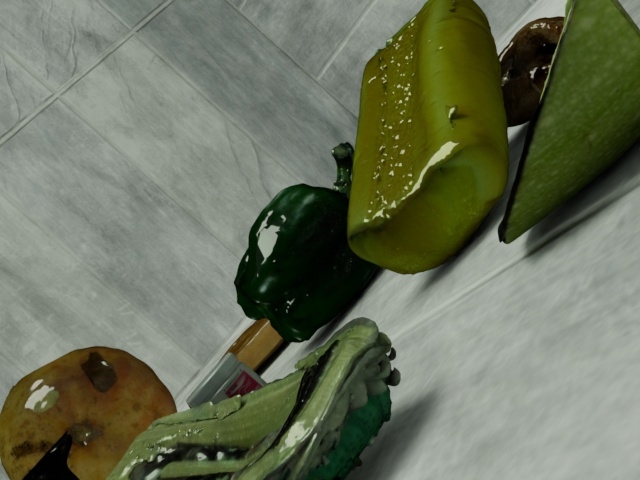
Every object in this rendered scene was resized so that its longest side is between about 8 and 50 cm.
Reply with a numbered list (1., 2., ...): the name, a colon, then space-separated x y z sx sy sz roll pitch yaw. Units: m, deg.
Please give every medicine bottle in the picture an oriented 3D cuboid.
1. medicine bottle: -0.062 0.146 0.853 0.058 0.091 0.058 -48 2 3

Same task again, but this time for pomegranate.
1. pomegranate: -0.353 0.306 1.536 0.281 0.281 0.281 -48 2 3

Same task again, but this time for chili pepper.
1. chili pepper: 0.000 0.000 1.262 0.261 0.165 0.174 -53 -14 -25

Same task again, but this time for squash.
1. squash: 0.177 -0.078 0.632 0.192 0.085 0.184 -48 -28 -66

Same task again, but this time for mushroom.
1. mushroom: 0.231 -0.185 1.068 0.135 0.080 0.170 -64 7 -15

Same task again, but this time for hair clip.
1. hair clip: -0.053 0.156 0.658 0.321 0.091 0.138 -30 16 48

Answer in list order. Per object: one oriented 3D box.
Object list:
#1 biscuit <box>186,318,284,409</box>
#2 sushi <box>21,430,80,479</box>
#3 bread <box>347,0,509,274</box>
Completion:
1. biscuit: -0.111 0.180 1.657 0.275 0.052 0.355 -51 4 -38
2. sushi: -0.225 0.285 0.833 0.153 0.150 0.172 -46 3 42
3. bread: 0.113 -0.110 0.976 0.166 0.112 0.383 -40 22 27
